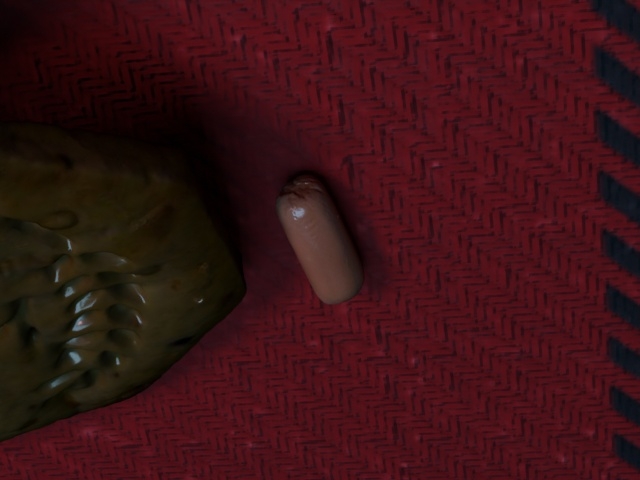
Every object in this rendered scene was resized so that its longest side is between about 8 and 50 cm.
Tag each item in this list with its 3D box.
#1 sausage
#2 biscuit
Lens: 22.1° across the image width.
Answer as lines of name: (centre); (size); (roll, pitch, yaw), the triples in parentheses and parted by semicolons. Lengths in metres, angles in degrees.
sausage: (0.000, 0.000, 0.954); (0.034, 0.034, 0.083); (-13, 125, 18)
biscuit: (-0.213, 0.045, 0.910); (0.359, 0.046, 0.359); (-14, 153, -7)
